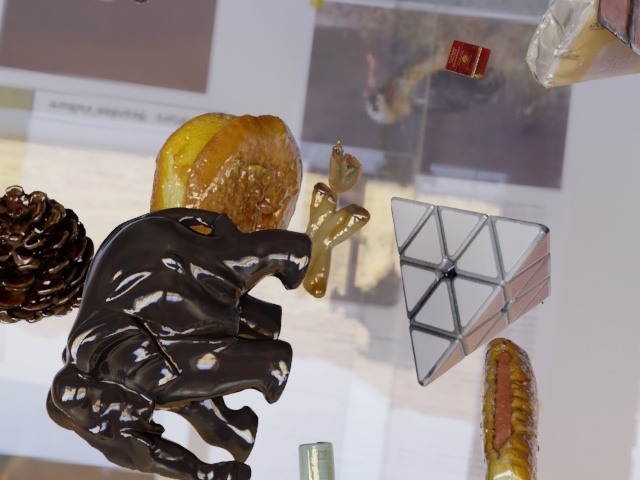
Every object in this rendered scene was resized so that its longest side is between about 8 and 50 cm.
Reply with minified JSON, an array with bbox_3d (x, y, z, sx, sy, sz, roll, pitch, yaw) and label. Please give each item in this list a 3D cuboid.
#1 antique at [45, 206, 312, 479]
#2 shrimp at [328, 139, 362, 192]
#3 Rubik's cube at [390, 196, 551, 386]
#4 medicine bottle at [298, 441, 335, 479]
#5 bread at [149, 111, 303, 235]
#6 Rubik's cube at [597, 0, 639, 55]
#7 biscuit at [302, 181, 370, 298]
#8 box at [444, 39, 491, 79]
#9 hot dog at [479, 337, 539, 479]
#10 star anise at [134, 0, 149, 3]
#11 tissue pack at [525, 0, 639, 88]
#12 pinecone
[{"bbox_3d":[-0.168,0.115,1.295,0.255,0.322,0.185,16,159,-16],"label":"antique"},{"bbox_3d":[0.041,-0.119,1.773,0.059,0.108,0.023,-13,-133,-17],"label":"shrimp"},{"bbox_3d":[0.238,0.058,1.696,0.228,0.233,0.229,-10,-157,7],"label":"Rubik's cube"},{"bbox_3d":[-0.004,0.307,1.459,0.047,0.083,0.047,-4,168,-1],"label":"medicine bottle"},{"bbox_3d":[-0.136,-0.065,1.629,0.146,0.268,0.268,24,-172,36],"label":"bread"},{"bbox_3d":[0.553,-0.372,1.373,0.301,0.305,0.304,-11,-143,-12],"label":"Rubik's cube"},{"bbox_3d":[-0.001,0.000,2.276,0.164,0.208,0.047,34,-176,38],"label":"biscuit"},{"bbox_3d":[0.240,-0.295,1.814,0.023,0.051,0.082,8,-167,-32],"label":"box"},{"bbox_3d":[0.216,0.204,1.258,0.061,0.088,0.286,-11,-152,15],"label":"hot dog"},{"bbox_3d":[-0.309,-0.422,1.750,0.141,0.042,0.141,38,167,10],"label":"star anise"},{"bbox_3d":[0.432,-0.319,1.657,0.222,0.090,0.186,-12,148,-27],"label":"tissue pack"},{"bbox_3d":[-0.507,0.029,1.947,0.224,0.224,0.272,7,145,0],"label":"pinecone"}]
